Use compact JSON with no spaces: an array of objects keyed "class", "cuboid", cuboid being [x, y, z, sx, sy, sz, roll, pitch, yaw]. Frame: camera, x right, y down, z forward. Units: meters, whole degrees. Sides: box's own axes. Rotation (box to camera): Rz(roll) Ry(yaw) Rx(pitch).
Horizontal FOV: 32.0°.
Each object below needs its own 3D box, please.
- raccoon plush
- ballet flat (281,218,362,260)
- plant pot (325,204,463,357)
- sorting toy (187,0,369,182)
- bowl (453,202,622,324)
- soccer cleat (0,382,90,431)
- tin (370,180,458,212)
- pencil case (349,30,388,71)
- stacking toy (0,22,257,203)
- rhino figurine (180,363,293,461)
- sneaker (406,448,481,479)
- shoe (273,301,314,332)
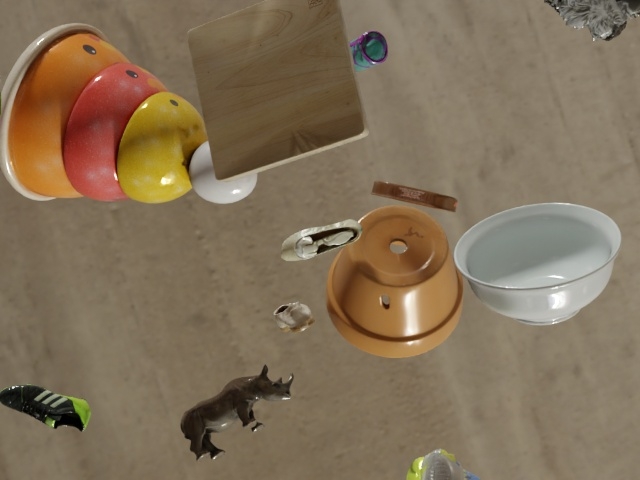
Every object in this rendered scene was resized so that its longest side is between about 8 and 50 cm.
[{"class":"raccoon plush","cuboid":[0.401,-0.527,1.901,0.216,0.446,0.299,-57,-165,23]},{"class":"ballet flat","cuboid":[0.000,0.000,2.152,0.052,0.168,0.057,-103,171,-73]},{"class":"plant pot","cuboid":[0.153,0.065,2.279,0.291,0.290,0.203,56,-17,30]},{"class":"sorting toy","cuboid":[-0.058,-0.243,1.760,0.257,0.089,0.256,-16,-101,21]},{"class":"bowl","cuboid":[0.399,0.060,2.026,0.298,0.297,0.134,32,-36,53]},{"class":"soccer cleat","cuboid":[-0.533,0.325,2.160,0.072,0.178,0.060,-98,-153,-55]},{"class":"tin","cuboid":[0.202,-0.095,2.401,0.189,0.106,0.040,13,-83,14]},{"class":"pencil case","cuboid":[0.070,-0.361,2.151,0.070,0.064,0.151,35,-16,-22]},{"class":"stacking toy","cuboid":[-0.323,-0.181,2.074,0.479,0.350,0.351,20,-50,20]},{"class":"rhino figurine","cuboid":[-0.152,0.312,2.088,0.106,0.243,0.073,50,-18,27]},{"class":"sneaker","cuboid":[0.223,0.392,1.800,0.240,0.126,0.091,142,-36,-79]},{"class":"shoe","cuboid":[-0.058,0.157,2.409,0.058,0.076,0.219,57,-10,-5]}]
